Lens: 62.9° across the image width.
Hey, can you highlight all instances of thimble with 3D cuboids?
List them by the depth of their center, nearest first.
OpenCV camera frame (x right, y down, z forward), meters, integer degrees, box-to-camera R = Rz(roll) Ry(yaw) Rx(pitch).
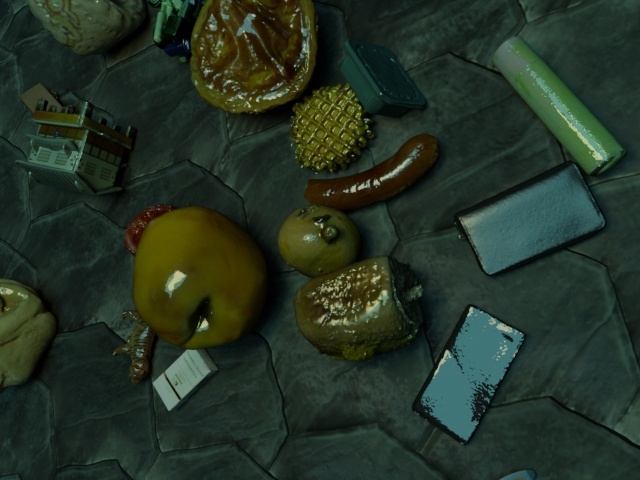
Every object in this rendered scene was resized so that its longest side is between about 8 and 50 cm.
[{"bbox_3d":[-0.624,-0.657,1.371,0.195,0.291,0.291,-24,74,20],"label":"thimble"}]

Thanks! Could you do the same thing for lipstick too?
[{"bbox_3d":[0.438,-0.250,0.974,0.076,0.076,0.304,-38,69,15],"label":"lipstick"}]

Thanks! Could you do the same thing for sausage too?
[{"bbox_3d":[0.110,-0.128,1.098,0.303,0.076,0.102,-19,80,20],"label":"sausage"}]

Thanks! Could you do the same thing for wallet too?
[{"bbox_3d":[0.387,-0.034,0.986,0.250,0.044,0.148,-28,78,18],"label":"wallet"},{"bbox_3d":[0.281,0.255,1.003,0.124,0.025,0.244,29,97,24],"label":"wallet"}]

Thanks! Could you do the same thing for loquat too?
[{"bbox_3d":[0.000,0.000,1.077,0.172,0.204,0.149,20,72,-5],"label":"loquat"}]

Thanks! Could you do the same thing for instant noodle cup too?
[{"bbox_3d":[0.120,-0.329,1.091,0.070,0.157,0.179,-43,67,38],"label":"instant noodle cup"}]

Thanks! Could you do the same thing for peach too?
[{"bbox_3d":[-0.259,0.070,1.136,0.289,0.289,0.307,-41,38,14],"label":"peach"}]

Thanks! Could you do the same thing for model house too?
[{"bbox_3d":[-0.638,-0.236,1.372,0.224,0.198,0.215,12,82,24],"label":"model house"}]

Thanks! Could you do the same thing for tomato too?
[{"bbox_3d":[-0.399,-0.007,1.301,0.139,0.091,0.159,17,63,14],"label":"tomato"}]

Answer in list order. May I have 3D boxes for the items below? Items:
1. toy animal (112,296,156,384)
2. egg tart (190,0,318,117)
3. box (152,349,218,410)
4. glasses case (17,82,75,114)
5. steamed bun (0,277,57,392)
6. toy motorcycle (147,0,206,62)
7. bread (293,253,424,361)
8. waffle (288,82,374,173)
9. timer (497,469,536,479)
[{"bbox_3d":[-0.453,0.235,1.315,0.099,0.057,0.241,12,87,18],"label":"toy animal"},{"bbox_3d":[-0.148,-0.438,1.209,0.352,0.153,0.339,22,93,24],"label":"egg tart"},{"bbox_3d":[-0.324,0.326,1.251,0.154,0.040,0.084,-44,71,14],"label":"box"},{"bbox_3d":[-0.787,-0.383,1.537,0.102,0.070,0.193,-41,65,-16],"label":"glasses case"},{"bbox_3d":[-0.932,0.263,1.427,0.373,0.230,0.324,-2,86,21],"label":"steamed bun"},{"bbox_3d":[-0.322,-0.626,1.331,0.197,0.125,0.330,11,84,25],"label":"toy motorcycle"},{"bbox_3d":[0.088,0.140,1.011,0.247,0.196,0.176,-20,72,21],"label":"bread"},{"bbox_3d":[0.018,-0.248,1.161,0.197,0.070,0.192,-20,76,23],"label":"waffle"},{"bbox_3d":[0.273,0.512,0.903,0.256,0.175,0.175,-25,74,18],"label":"timer"}]
